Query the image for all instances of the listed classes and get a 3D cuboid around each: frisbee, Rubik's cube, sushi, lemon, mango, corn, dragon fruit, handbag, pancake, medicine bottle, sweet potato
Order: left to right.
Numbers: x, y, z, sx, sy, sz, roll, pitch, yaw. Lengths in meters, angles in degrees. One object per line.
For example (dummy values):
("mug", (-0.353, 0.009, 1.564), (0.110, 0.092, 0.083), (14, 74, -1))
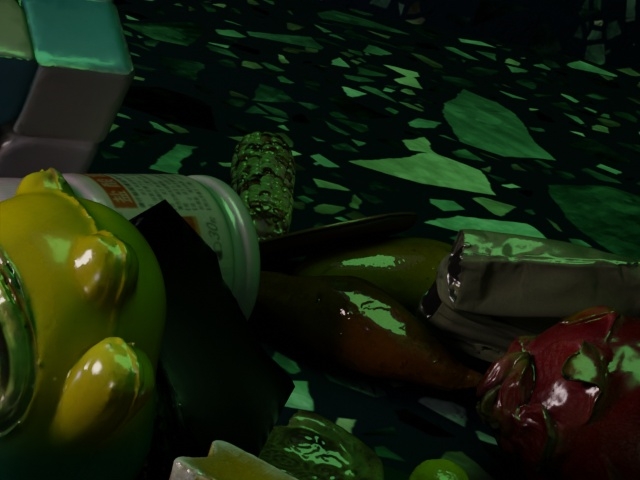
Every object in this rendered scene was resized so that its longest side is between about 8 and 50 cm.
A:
("Rubik's cube", (-0.447, -0.207, 2.163), (0.347, 0.344, 0.346), (7, 46, -27))
("medicine bottle", (-0.243, 0.028, 2.037), (0.316, 0.202, 0.202), (-2, 26, -42))
("sushi", (-0.183, 0.133, 1.789), (0.227, 0.212, 0.215), (55, 23, -12))
("corn", (-0.079, -0.074, 2.601), (0.092, 0.092, 0.280), (14, 21, -7))
("pancake", (-0.043, 0.224, 1.922), (0.235, 0.029, 0.212), (3, 24, -27))
("frisbee", (0.000, 0.000, 2.375), (0.251, 0.021, 0.251), (-12, -3, -1))
("sweet potato", (0.031, 0.094, 2.211), (0.359, 0.112, 0.112), (23, 21, 19))
("mango", (0.081, 0.051, 2.351), (0.253, 0.113, 0.138), (2, 2, -23))
("lemon", (0.119, 0.252, 1.918), (0.065, 0.065, 0.092), (6, 19, -26))
("handbag", (0.245, 0.087, 2.194), (0.253, 0.316, 0.109), (12, 62, -5))
("dragon fruit", (0.326, 0.189, 2.027), (0.315, 0.250, 0.250), (33, 20, -3))

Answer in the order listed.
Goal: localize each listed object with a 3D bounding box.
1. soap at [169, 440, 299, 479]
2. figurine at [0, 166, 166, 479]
("soap", (-0.067, 0.285, 1.437), (0.140, 0.232, 0.073), (24, 22, 24))
("figurine", (-0.234, 0.119, 1.594), (0.231, 0.340, 0.323), (4, 25, -31))
